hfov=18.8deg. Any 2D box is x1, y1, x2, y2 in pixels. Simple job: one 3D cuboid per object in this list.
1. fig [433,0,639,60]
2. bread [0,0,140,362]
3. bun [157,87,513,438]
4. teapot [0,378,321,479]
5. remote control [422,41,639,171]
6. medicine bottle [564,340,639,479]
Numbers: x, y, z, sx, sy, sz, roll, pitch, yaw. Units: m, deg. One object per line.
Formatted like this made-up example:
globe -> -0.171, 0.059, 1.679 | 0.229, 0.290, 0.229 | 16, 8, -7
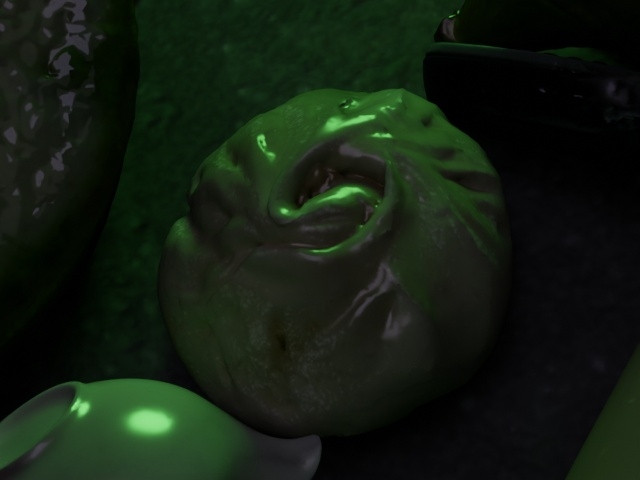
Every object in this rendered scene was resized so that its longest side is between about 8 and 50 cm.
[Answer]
fig -> 0.159, -0.142, 0.930 | 0.235, 0.203, 0.203 | -46, 51, 25
bread -> -0.271, -0.086, 0.925 | 0.366, 0.129, 0.382 | 12, 75, -6
bun -> 0.000, 0.000, 0.897 | 0.183, 0.102, 0.183 | -9, 55, 13
teapot -> -0.113, 0.123, 0.837 | 0.226, 0.092, 0.145 | -34, 14, 2
remote control -> 0.147, -0.057, 0.910 | 0.222, 0.072, 0.042 | 16, 85, 31
medicine bottle -> 0.170, 0.085, 0.788 | 0.114, 0.114, 0.252 | 19, 62, 25
